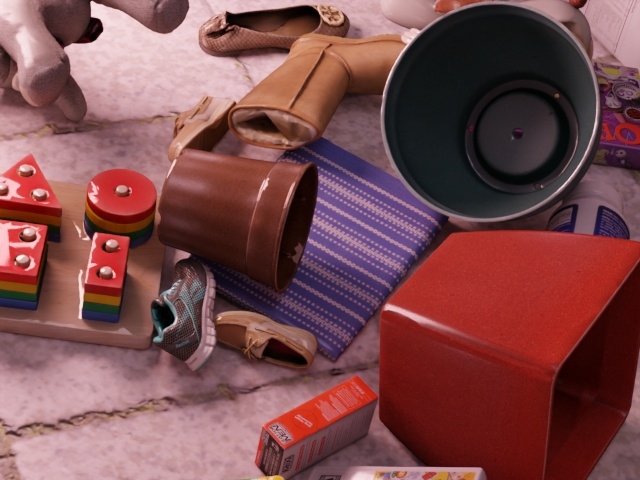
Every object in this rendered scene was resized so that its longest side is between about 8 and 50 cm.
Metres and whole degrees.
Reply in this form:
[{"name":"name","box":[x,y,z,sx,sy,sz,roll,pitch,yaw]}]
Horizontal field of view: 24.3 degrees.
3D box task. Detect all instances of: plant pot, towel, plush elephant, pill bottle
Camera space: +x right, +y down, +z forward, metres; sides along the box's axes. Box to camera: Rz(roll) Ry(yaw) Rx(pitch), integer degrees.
[{"name":"plant pot","box":[0.252,-0.157,2.021,0.293,0.293,0.196,34,6,22]},{"name":"towel","box":[0.000,0.000,1.962,0.243,0.040,0.336,29,47,14]},{"name":"plant pot","box":[0.211,0.138,1.717,0.235,0.267,0.267,20,42,27]},{"name":"plant pot","box":[-0.105,-0.035,1.839,0.165,0.167,0.167,15,43,10]},{"name":"plush elephant","box":[-0.388,-0.272,2.015,0.330,0.255,0.272,37,57,14]},{"name":"pill bottle","box":[0.351,0.009,1.972,0.112,0.112,0.187,17,43,4]}]

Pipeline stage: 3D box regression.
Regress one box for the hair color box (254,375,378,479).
[{"name":"hair color box","box":[-0.004,0.216,1.699,0.141,0.072,0.043,-25,55,-34]}]

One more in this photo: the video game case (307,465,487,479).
[{"name":"video game case","box":[0.050,0.325,1.562,0.206,0.026,0.227,-4,35,27]}]

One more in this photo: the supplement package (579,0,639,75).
[{"name":"supplement package","box":[0.562,-0.373,2.397,0.194,0.149,0.203,-14,49,-26]}]

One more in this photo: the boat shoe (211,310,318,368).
[{"name":"boat shoe","box":[-0.070,0.122,1.798,0.135,0.050,0.045,11,37,-1]}]

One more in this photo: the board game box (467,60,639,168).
[{"name":"board game box","box":[0.321,-0.209,2.245,0.346,0.056,0.208,8,47,-6]}]

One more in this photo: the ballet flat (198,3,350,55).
[{"name":"ballet flat","box":[-0.067,-0.329,2.268,0.250,0.058,0.084,-9,48,-22]}]

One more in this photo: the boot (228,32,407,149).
[{"name":"boot","box":[0.024,-0.205,2.103,0.236,0.089,0.269,4,29,17]}]

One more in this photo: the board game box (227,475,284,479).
[{"name":"board game box","box":[-0.101,0.355,1.530,0.124,0.039,0.259,-6,45,9]}]

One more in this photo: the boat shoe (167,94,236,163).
[{"name":"boat shoe","box":[-0.175,-0.151,2.058,0.059,0.063,0.170,21,34,13]}]

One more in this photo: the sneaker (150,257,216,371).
[{"name":"sneaker","box":[-0.170,0.077,1.795,0.076,0.065,0.166,25,34,-29]}]

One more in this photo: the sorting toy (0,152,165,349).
[{"name":"sorting toy","box":[-0.321,-0.003,1.841,0.257,0.089,0.255,8,43,-5]}]

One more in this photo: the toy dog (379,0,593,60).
[{"name":"toy dog","box":[0.270,-0.344,2.181,0.333,0.161,0.220,13,18,-16]}]
